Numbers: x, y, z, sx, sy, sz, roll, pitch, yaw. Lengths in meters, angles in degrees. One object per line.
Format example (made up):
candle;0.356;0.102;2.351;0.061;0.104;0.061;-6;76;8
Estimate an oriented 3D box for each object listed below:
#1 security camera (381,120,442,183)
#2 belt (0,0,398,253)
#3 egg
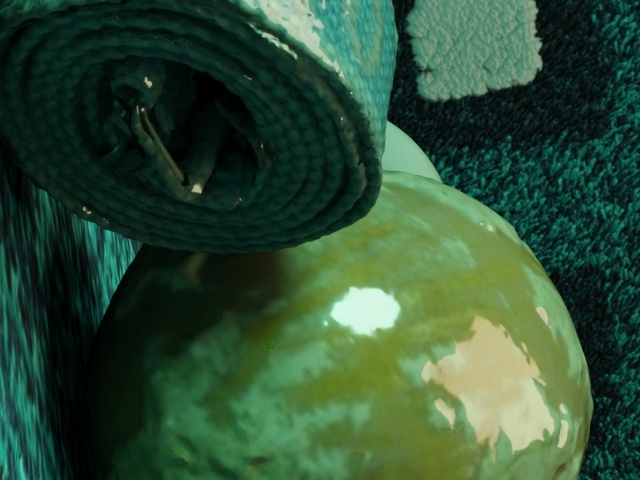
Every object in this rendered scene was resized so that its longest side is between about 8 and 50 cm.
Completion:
security camera;0.000;0.000;1.332;0.236;0.194;0.194;90;-6;-71
belt;-0.045;-0.057;0.657;0.163;0.147;0.082;34;50;-41
egg;0.007;0.067;0.803;0.245;0.203;0.203;5;77;-57
